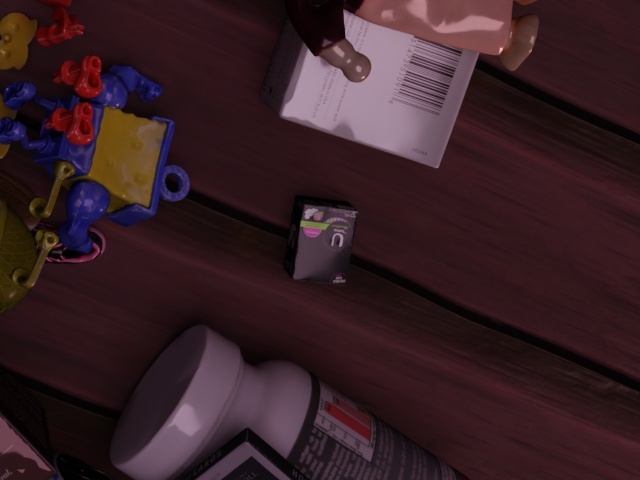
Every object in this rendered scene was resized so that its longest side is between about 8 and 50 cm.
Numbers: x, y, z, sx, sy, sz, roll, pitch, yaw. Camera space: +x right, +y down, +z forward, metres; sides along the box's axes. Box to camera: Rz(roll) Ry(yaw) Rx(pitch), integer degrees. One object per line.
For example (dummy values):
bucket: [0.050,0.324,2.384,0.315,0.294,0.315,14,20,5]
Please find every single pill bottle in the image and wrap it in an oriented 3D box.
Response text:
pill bottle: [-0.022,0.253,1.846,0.363,0.210,0.210,35,93,-17]

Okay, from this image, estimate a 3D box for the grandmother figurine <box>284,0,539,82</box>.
grandmother figurine: [0.039,-0.253,1.691,0.342,0.104,0.208,15,71,-11]

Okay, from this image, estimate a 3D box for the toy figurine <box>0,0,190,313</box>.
toy figurine: [-0.206,-0.067,1.734,0.217,0.191,0.362,25,63,-37]

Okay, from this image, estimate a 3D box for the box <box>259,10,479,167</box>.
box: [0.056,-0.191,1.815,0.182,0.119,0.181,17,97,-15]

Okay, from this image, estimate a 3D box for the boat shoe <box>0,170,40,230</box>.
boat shoe: [-0.421,-0.029,1.767,0.277,0.098,0.096,8,126,-21]

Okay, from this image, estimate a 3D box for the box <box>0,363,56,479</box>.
box: [-0.382,0.194,1.758,0.168,0.203,0.167,-40,107,-1]

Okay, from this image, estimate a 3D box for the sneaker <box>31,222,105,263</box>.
sneaker: [-0.279,0.007,1.817,0.119,0.057,0.047,-3,104,-10]

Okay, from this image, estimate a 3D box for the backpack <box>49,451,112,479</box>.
backpack: [-0.239,0.348,1.813,0.191,0.225,0.253,-34,97,-3]

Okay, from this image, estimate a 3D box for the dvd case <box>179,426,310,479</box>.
dvd case: [-0.051,0.309,1.741,0.179,0.029,0.238,-40,112,21]

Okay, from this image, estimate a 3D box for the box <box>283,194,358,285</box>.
box: [0.000,0.000,1.878,0.062,0.052,0.083,8,101,-13]
